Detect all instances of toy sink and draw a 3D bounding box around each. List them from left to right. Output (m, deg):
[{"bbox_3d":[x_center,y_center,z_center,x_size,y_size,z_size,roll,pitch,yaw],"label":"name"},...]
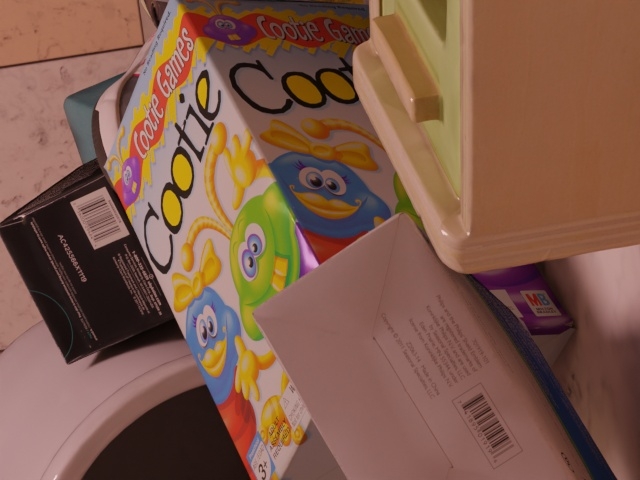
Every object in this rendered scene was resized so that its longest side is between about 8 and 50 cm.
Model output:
[{"bbox_3d":[0.090,-0.080,0.738,0.153,0.131,0.234,-111,14,-51],"label":"toy sink"}]

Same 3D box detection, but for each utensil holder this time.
[{"bbox_3d":[-0.112,0.215,1.492,0.385,0.328,0.327,-161,61,-69],"label":"utensil holder"}]

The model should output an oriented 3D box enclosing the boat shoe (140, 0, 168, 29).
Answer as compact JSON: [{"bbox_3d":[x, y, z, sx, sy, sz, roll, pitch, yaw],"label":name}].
[{"bbox_3d":[-0.120,-0.212,1.811,0.073,0.080,0.223,132,122,-72],"label":"boat shoe"}]

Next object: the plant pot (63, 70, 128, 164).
[{"bbox_3d":[-0.079,-0.058,1.611,0.234,0.166,0.165,24,135,58],"label":"plant pot"}]

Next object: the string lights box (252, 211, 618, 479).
[{"bbox_3d":[0.070,0.086,0.832,0.133,0.077,0.260,59,-173,19],"label":"string lights box"}]

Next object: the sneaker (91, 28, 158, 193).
[{"bbox_3d":[-0.058,-0.132,1.409,0.124,0.178,0.295,41,-154,-17],"label":"sneaker"}]

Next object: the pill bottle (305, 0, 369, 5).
[{"bbox_3d":[-0.019,-0.192,1.254,0.119,0.119,0.208,-112,9,-53],"label":"pill bottle"}]

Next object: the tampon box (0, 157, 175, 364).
[{"bbox_3d":[-0.148,-0.001,1.441,0.120,0.101,0.161,63,-158,-9],"label":"tampon box"}]

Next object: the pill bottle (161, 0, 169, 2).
[{"bbox_3d":[-0.134,-0.373,1.645,0.176,0.176,0.318,93,165,-53],"label":"pill bottle"}]

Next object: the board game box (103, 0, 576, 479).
[{"bbox_3d":[0.000,0.000,1.089,0.275,0.142,0.144,61,139,38],"label":"board game box"}]
